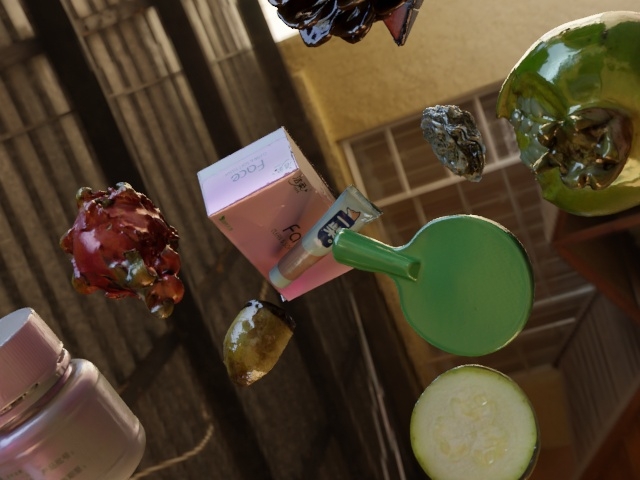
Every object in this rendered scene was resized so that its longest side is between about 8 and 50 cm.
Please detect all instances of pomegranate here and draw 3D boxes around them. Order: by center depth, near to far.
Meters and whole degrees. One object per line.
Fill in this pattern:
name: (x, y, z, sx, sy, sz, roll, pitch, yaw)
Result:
pomegranate: (0.310, -0.131, 1.086, 0.236, 0.236, 0.302, 69, -158, -10)

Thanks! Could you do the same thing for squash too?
squash: (0.296, 0.364, 1.877, 0.049, 0.252, 0.252, 10, -116, -63)

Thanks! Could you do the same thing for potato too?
potato: (-0.098, 0.143, 1.365, 0.066, 0.096, 0.103, 50, -137, -29)

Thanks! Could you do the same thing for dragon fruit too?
dragon fruit: (-0.235, 0.021, 1.230, 0.207, 0.150, 0.133, 47, 147, 33)

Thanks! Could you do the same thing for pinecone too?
pinecone: (0.007, -0.374, 1.234, 0.309, 0.244, 0.244, 33, -139, -43)

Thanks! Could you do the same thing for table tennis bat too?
table tennis bat: (0.126, 0.038, 1.152, 0.039, 0.257, 0.160, -2, -72, -62)

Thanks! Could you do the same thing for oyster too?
oyster: (0.211, -0.162, 1.578, 0.177, 0.064, 0.125, 53, 156, 42)

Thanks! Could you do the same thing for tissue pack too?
tissue pack: (-0.050, -0.029, 1.415, 0.246, 0.148, 0.092, 50, -163, -49)

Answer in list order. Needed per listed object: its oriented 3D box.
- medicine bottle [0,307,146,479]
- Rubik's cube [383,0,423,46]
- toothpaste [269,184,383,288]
medicine bottle: (-0.487, 0.304, 1.714, 0.325, 0.256, 0.256, 55, -157, -17)
Rubik's cube: (0.158, -0.436, 1.447, 0.178, 0.190, 0.211, -37, -83, -36)
toothpaste: (0.000, 0.000, 1.322, 0.056, 0.205, 0.036, 41, -140, -9)
